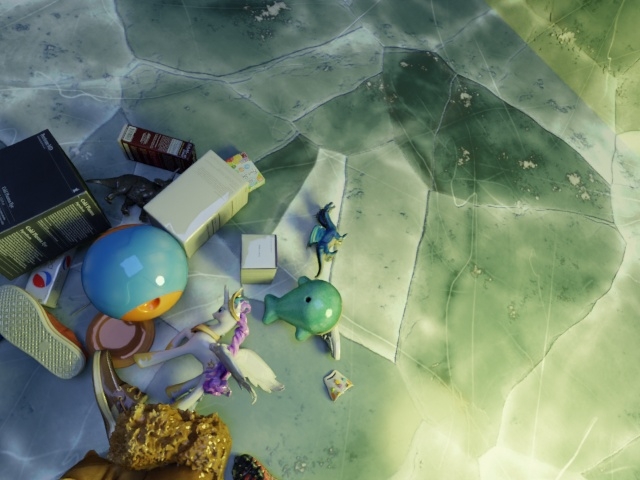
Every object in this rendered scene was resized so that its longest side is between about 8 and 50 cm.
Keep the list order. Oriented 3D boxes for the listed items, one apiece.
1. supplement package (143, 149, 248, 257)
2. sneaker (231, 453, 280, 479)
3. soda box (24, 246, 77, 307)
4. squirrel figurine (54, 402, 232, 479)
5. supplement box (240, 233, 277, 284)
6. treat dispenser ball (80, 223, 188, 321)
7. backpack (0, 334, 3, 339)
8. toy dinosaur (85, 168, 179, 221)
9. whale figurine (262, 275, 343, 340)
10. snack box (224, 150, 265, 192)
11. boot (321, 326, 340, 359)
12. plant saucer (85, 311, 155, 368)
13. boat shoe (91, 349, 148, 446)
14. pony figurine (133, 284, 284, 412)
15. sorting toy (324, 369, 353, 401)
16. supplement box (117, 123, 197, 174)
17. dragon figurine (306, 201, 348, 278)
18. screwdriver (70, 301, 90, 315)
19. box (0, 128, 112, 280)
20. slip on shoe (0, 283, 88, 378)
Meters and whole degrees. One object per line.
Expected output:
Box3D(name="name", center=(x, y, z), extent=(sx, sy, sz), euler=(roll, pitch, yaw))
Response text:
Box3D(name="supplement package", center=(-0.404, -0.120, 1.375), extent=(0.177, 0.175, 0.293), euler=(41, 68, 3))
Box3D(name="sneaker", center=(-0.144, 0.729, 1.176), extent=(0.276, 0.135, 0.098), euler=(35, 79, 27))
Box3D(name="soda box", center=(-0.834, 0.094, 1.272), extent=(0.073, 0.069, 0.216), euler=(11, 69, -7))
Box3D(name="squirrel figurine", center=(-0.431, 0.573, 1.005), extent=(0.370, 0.281, 0.397), euler=(15, 88, 1))
Box3D(name="supplement box", center=(-0.203, 0.066, 1.328), extent=(0.114, 0.220, 0.111), euler=(0, 70, -10))
Box3D(name="treat dispenser ball", center=(-0.541, 0.094, 1.213), extent=(0.288, 0.288, 0.288), euler=(4, 70, -10))
Box3D(name="backpack", center=(-0.966, 0.250, 1.176), extent=(0.120, 0.101, 0.098), euler=(-41, 76, -17))
Box3D(name="toy dinosaur", center=(-0.622, -0.165, 1.398), extent=(0.313, 0.121, 0.160), euler=(9, 51, 6))
Box3D(name="whale figurine", center=(-0.067, 0.210, 1.319), extent=(0.272, 0.141, 0.216), euler=(-3, 67, 15))
Box3D(name="snack box", center=(-0.285, -0.248, 1.518), extent=(0.100, 0.037, 0.141), euler=(-33, 81, -19))
Box3D(name="boot", center=(0.016, 0.306, 1.377), extent=(0.086, 0.069, 0.190), euler=(-3, 64, -5))
Box3D(name="plant saucer", center=(-0.617, 0.289, 1.265), extent=(0.200, 0.037, 0.200), euler=(3, 70, -10))
Box3D(name="boat shoe", center=(-0.557, 0.467, 1.177), extent=(0.123, 0.123, 0.342), euler=(-17, 79, -24))
Box3D(name="pony figurine", center=(-0.306, 0.354, 1.205), extent=(0.363, 0.303, 0.351), euler=(-36, 72, -5))
Box3D(name="sorting toy", center=(0.053, 0.466, 1.341), extent=(0.083, 0.045, 0.075), euler=(-34, 62, -20))
Box3D(name="supplement box", center=(-0.562, -0.311, 1.435), extent=(0.239, 0.130, 0.073), euler=(16, 68, -6))
Box3D(name="dragon figurine", center=(0.000, 0.000, 1.463), extent=(0.144, 0.085, 0.289), euler=(30, 68, 0))
Box3D(name="screwdriver", center=(-0.707, 0.184, 1.297), extent=(0.170, 0.025, 0.024), euler=(-38, 83, -12))
Box3D(name="box", center=(-0.869, -0.116, 1.231), extent=(0.312, 0.179, 0.343), euler=(-33, 62, -19))
Box3D(name="slip on shoe", center=(-0.803, 0.261, 1.182), extent=(0.123, 0.101, 0.331), euler=(-45, 95, -11))
